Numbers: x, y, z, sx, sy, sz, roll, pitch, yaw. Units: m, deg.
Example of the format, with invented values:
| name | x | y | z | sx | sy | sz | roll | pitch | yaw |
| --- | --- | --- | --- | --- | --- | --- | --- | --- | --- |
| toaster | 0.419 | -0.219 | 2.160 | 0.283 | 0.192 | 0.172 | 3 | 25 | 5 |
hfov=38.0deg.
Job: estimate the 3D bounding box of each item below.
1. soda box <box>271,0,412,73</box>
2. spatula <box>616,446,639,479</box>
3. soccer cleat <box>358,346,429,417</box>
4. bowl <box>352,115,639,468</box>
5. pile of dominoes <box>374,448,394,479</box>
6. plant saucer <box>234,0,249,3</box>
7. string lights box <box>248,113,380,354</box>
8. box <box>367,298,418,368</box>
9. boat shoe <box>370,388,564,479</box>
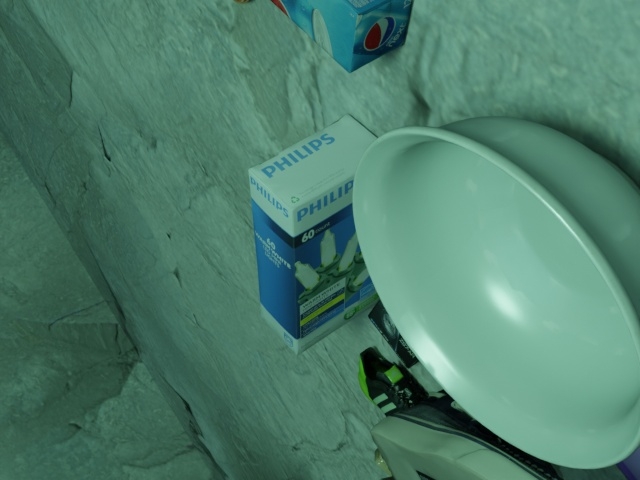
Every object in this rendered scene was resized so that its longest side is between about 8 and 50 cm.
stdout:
| name | x | y | z | sx | sy | sz | roll | pitch | yaw |
| --- | --- | --- | --- | --- | --- | --- | --- | --- | --- |
| soda box | -0.012 | -0.248 | 0.834 | 0.210 | 0.067 | 0.071 | 47 | 154 | 24 |
| spatula | 0.328 | 0.159 | 0.717 | 0.084 | 0.030 | 0.296 | 53 | 155 | 8 |
| soccer cleat | 0.103 | 0.199 | 1.165 | 0.179 | 0.060 | 0.072 | 35 | 146 | 47 |
| bowl | 0.169 | 0.018 | 0.724 | 0.298 | 0.134 | 0.298 | 43 | 151 | 30 |
| pile of dominoes | 0.171 | 0.320 | 1.080 | 0.251 | 0.040 | 0.196 | 39 | -176 | 2 |
| plant saucer | -0.094 | -0.296 | 0.998 | 0.083 | 0.013 | 0.083 | 44 | 152 | 30 |
| string lights box | 0.000 | 0.000 | 1.027 | 0.077 | 0.133 | 0.259 | 44 | 153 | 30 |
| box | 0.096 | 0.108 | 1.116 | 0.083 | 0.018 | 0.067 | 53 | 156 | 12 |
| boat shoe | 0.181 | 0.194 | 0.866 | 0.127 | 0.158 | 0.340 | 62 | 162 | -14 |
